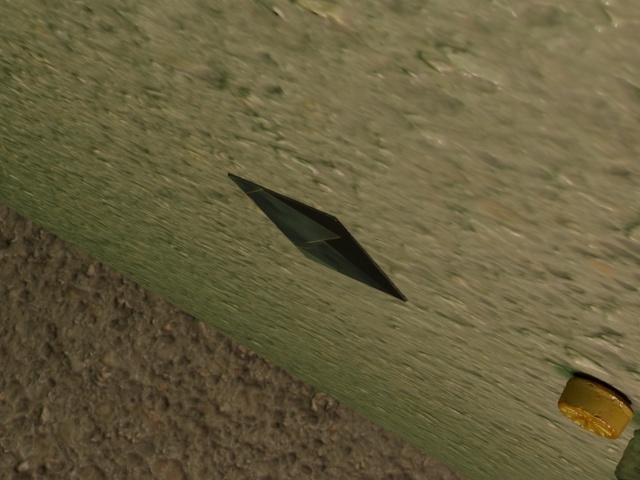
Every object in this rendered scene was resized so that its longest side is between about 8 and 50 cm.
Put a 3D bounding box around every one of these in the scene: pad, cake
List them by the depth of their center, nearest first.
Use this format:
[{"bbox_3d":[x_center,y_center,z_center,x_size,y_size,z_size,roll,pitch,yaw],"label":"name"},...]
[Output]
[{"bbox_3d":[0.311,0.188,1.385,0.084,0.044,0.084,29,167,7],"label":"cake"},{"bbox_3d":[0.000,0.000,1.466,0.163,0.004,0.243,23,167,32],"label":"pad"}]

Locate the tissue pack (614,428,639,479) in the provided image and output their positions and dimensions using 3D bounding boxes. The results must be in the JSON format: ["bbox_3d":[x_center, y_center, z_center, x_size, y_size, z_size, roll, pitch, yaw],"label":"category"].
[{"bbox_3d":[0.485,0.311,1.383,0.257,0.081,0.185,34,168,-23],"label":"tissue pack"}]
